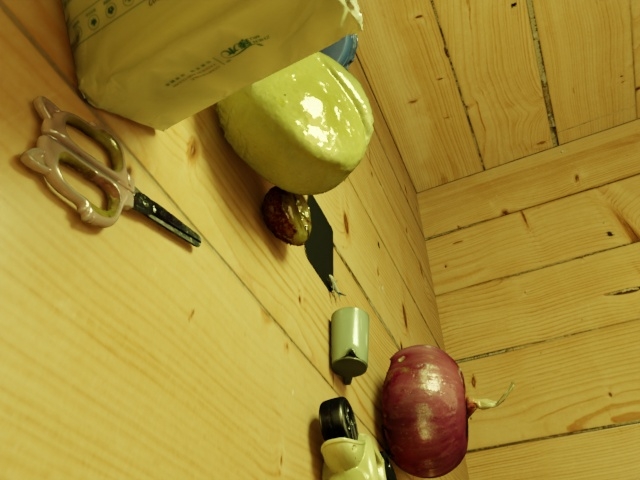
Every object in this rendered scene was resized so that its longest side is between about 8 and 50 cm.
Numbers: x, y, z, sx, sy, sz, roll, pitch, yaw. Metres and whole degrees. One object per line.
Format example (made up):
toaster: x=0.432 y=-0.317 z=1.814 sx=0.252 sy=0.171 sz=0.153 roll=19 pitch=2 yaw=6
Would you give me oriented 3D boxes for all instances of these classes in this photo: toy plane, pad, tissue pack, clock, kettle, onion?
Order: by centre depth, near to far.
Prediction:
tissue pack: x=-0.162 y=-0.366 z=0.721 sx=0.207 sy=0.380 sz=0.298 roll=6 pitch=68 yaw=-66
clock: x=0.095 y=0.518 z=1.064 sx=0.277 sy=0.120 sz=0.379 roll=-95 pitch=159 yaw=-49
kettle: x=0.066 y=0.257 z=1.291 sx=0.098 sy=0.127 sz=0.148 roll=25 pitch=42 yaw=-22
toy plane: x=0.038 y=0.124 z=1.405 sx=0.084 sy=0.024 sz=0.078 roll=55 pitch=26 yaw=-29
pad: x=0.000 y=0.000 z=1.455 sx=0.267 sy=0.004 sz=0.181 roll=-88 pitch=153 yaw=-47
onion: x=0.318 y=0.485 z=1.468 sx=0.358 sy=0.344 sz=0.359 roll=-31 pitch=130 yaw=-46

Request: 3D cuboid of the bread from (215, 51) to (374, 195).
bread: x=-0.058 y=-0.244 z=1.085 sx=0.320 sy=0.237 sz=0.321 roll=17 pitch=53 yaw=-24

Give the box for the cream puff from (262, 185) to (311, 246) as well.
cream puff: x=-0.077 y=-0.055 z=1.152 sx=0.149 sy=0.084 sz=0.149 roll=-14 pitch=90 yaw=-70

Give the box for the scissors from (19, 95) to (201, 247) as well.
scissors: x=-0.260 y=-0.060 z=0.712 sx=0.317 sy=0.024 sz=0.160 roll=46 pitch=29 yaw=-53

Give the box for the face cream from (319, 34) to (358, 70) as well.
face cream: x=-0.023 y=-0.600 z=1.571 sx=0.225 sy=0.248 sz=0.249 roll=-50 pitch=120 yaw=-73
